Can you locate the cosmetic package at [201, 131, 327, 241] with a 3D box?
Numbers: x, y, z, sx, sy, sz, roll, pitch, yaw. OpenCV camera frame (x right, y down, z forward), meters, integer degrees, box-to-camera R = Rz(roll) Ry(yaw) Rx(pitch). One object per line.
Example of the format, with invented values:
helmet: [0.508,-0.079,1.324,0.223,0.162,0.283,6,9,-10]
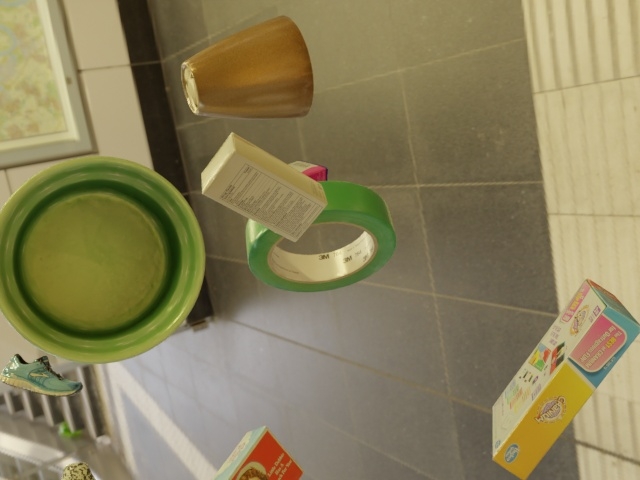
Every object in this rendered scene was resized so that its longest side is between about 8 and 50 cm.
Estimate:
cosmetic package: [-0.056,-0.052,0.673,0.060,0.115,0.041,-48,31,21]

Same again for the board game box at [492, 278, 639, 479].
board game box: [0.414,0.231,1.168,0.064,0.242,0.317,33,104,8]

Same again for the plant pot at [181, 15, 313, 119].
plant pot: [-0.178,-0.373,1.534,0.237,0.254,0.237,48,148,44]

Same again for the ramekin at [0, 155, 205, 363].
ramekin: [-0.343,0.031,1.038,0.148,0.303,0.304,-8,97,68]

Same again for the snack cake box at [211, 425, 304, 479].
snack cake box: [-0.169,0.573,1.510,0.152,0.264,0.089,51,134,-8]

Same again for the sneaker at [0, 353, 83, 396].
sneaker: [-0.557,0.270,1.347,0.063,0.162,0.073,125,161,-76]

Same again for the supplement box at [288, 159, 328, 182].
supplement box: [-0.090,-0.137,1.851,0.111,0.220,0.114,20,120,37]

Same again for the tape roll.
tape roll: [0.000,0.000,1.448,0.321,0.321,0.077,119,149,-50]

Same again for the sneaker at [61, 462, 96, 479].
sneaker: [-0.387,0.557,1.276,0.182,0.157,0.410,-103,-1,-47]
